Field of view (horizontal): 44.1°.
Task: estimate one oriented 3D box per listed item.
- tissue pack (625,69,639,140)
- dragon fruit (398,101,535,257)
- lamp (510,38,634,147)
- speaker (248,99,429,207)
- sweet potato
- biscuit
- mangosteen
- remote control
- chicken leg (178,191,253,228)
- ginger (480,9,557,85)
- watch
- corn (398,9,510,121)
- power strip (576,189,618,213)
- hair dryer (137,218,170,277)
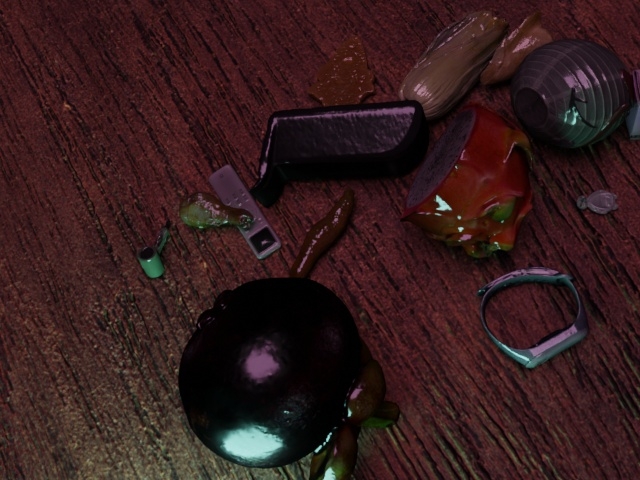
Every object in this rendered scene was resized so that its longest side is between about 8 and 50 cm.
[{"bbox_3d":[0.768,-0.293,1.633,0.246,0.148,0.092,-5,67,12],"label":"tissue pack"},{"bbox_3d":[0.327,-0.107,1.618,0.226,0.305,0.305,31,78,-6],"label":"dragon fruit"},{"bbox_3d":[0.527,-0.309,1.648,0.233,0.265,0.233,0,89,-18],"label":"lamp"},{"bbox_3d":[0.044,-0.187,1.762,0.388,0.180,0.184,-3,76,14],"label":"speaker"},{"bbox_3d":[0.000,0.000,1.757,0.067,0.067,0.273,31,85,22],"label":"sweet potato"},{"bbox_3d":[0.058,-0.385,1.905,0.163,0.035,0.250,11,73,12],"label":"biscuit"},{"bbox_3d":[-0.059,0.278,1.524,0.382,0.382,0.435,-46,99,-6],"label":"mangosteen"},{"bbox_3d":[-0.179,-0.071,1.843,0.067,0.029,0.261,-34,66,0],"label":"remote control"},{"bbox_3d":[-0.242,-0.065,1.824,0.198,0.069,0.085,11,79,25],"label":"chicken leg"},{"bbox_3d":[0.456,-0.397,1.779,0.193,0.115,0.122,-44,80,6],"label":"ginger"},{"bbox_3d":[0.430,0.142,1.593,0.206,0.068,0.193,-32,66,2],"label":"watch"},{"bbox_3d":[0.305,-0.400,1.801,0.123,0.122,0.305,37,80,22],"label":"corn"},{"bbox_3d":[0.582,-0.083,1.660,0.083,0.035,0.055,-1,69,11],"label":"power strip"},{"bbox_3d":[-0.380,0.009,1.852,0.047,0.071,0.150,5,54,11],"label":"hair dryer"}]
